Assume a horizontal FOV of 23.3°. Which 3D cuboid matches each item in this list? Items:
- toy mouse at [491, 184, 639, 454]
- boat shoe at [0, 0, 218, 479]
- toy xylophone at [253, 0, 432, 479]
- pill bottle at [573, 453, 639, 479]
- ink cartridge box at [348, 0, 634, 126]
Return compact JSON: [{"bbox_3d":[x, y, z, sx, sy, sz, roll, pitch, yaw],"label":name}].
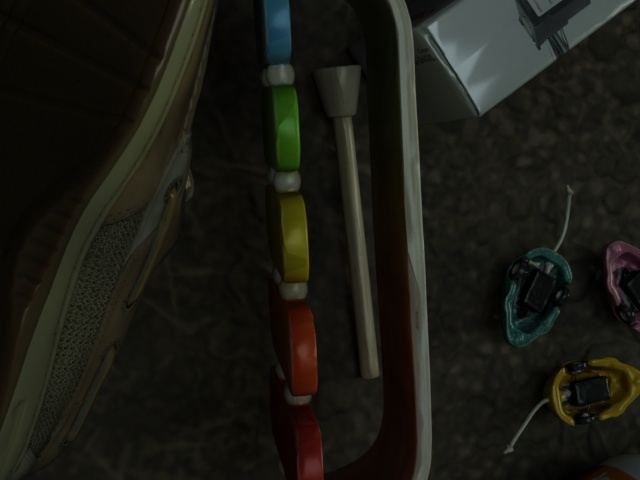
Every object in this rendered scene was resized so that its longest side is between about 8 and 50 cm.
[{"bbox_3d":[0.158,0.037,0.944,0.161,0.031,0.143,-16,93,-19],"label":"toy mouse"},{"bbox_3d":[-0.125,-0.030,0.765,0.121,0.110,0.341,33,107,24],"label":"boat shoe"},{"bbox_3d":[0.000,0.000,0.797,0.081,0.236,0.323,-3,87,-5],"label":"toy xylophone"},{"bbox_3d":[0.163,0.199,0.893,0.216,0.121,0.121,-31,98,-18],"label":"pill bottle"},{"bbox_3d":[0.105,-0.130,0.891,0.150,0.109,0.063,-37,102,-17],"label":"ink cartridge box"}]
